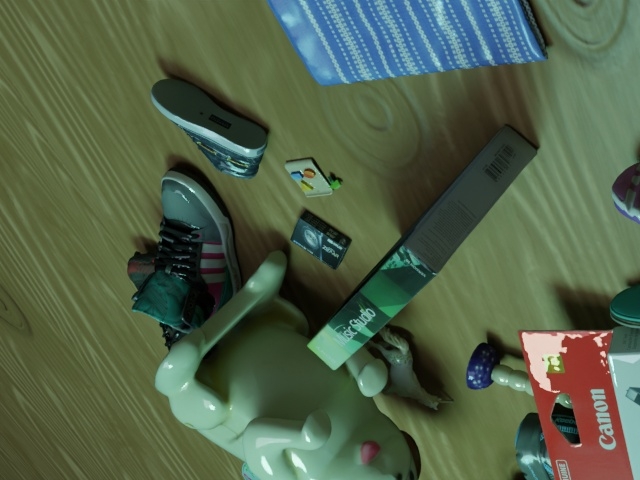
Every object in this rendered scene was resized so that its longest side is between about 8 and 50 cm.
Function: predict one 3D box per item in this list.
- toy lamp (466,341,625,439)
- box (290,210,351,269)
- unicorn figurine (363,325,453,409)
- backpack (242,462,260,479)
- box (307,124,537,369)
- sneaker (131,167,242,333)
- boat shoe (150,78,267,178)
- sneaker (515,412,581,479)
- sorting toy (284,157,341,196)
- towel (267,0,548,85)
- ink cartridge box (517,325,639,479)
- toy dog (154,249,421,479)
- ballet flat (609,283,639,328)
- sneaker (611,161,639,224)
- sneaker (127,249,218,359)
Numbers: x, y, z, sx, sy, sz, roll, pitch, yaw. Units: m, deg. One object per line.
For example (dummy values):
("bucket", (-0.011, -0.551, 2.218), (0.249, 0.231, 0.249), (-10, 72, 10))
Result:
("toy lamp", (0.338, 0.217, 1.659), (0.275, 0.080, 0.080), (17, 142, 31))
("box", (0.000, 0.000, 1.765), (0.083, 0.018, 0.067), (34, 148, 6))
("unicorn figurine", (0.126, 0.208, 1.865), (0.111, 0.060, 0.162), (15, 144, 37))
("backpack", (-0.023, 0.461, 2.220), (0.225, 0.191, 0.253), (-13, 117, 52))
("box", (0.118, 0.016, 1.476), (0.058, 0.232, 0.322), (41, 147, 3))
("sneaker", (-0.228, 0.041, 1.886), (0.124, 0.178, 0.295), (18, 142, 28))
("boat shoe", (-0.162, -0.152, 1.689), (0.183, 0.065, 0.083), (31, 146, 8))
("sneaker", (0.416, 0.388, 1.754), (0.140, 0.125, 0.341), (-11, 126, 44))
("sorting toy", (-0.009, -0.086, 1.672), (0.083, 0.012, 0.062), (-4, 129, 47))
("towel", (0.065, -0.280, 1.338), (0.336, 0.040, 0.243), (0, 133, 43))
("ink cartridge box", (0.402, 0.244, 1.535), (0.261, 0.066, 0.296), (-5, 119, 25))
("toy dog", (-0.035, 0.295, 1.834), (0.408, 0.284, 0.395), (40, 138, 11))
("ballet flat", (0.436, 0.083, 1.405), (0.068, 0.072, 0.213), (46, 146, -20))
("sneaker", (0.425, -0.011, 1.285), (0.236, 0.095, 0.104), (19, 151, 25))
("sneaker", (-0.234, 0.133, 2.050), (0.276, 0.135, 0.097), (40, 149, -2))
